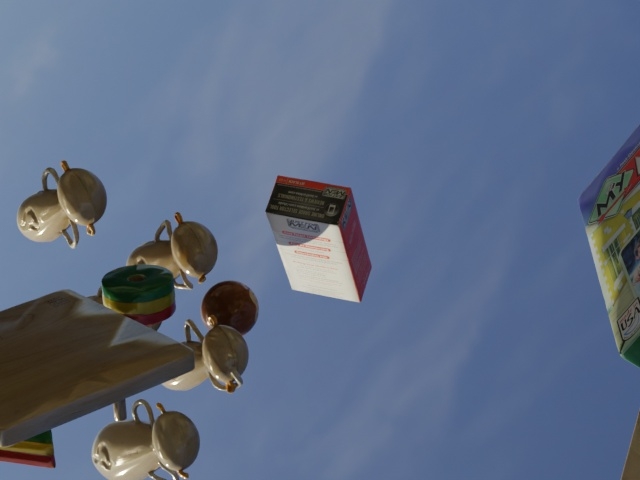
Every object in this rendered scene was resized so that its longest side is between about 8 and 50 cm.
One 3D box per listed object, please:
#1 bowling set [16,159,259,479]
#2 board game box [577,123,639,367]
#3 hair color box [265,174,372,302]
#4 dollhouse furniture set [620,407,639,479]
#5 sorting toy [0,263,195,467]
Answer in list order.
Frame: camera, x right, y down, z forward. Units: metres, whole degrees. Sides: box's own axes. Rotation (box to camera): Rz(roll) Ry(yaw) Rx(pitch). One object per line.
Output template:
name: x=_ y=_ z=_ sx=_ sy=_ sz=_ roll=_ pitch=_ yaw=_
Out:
bowling set: x=-0.123 y=0.051 z=1.491 sx=0.200 sy=0.287 sz=0.154 roll=-20 pitch=179 yaw=-33
board game box: x=0.292 y=-0.083 z=1.127 sx=0.317 sy=0.046 sz=0.213 roll=-53 pitch=-162 yaw=24
hair color box: x=0.000 y=0.000 z=1.573 sx=0.072 sy=0.141 sz=0.043 roll=11 pitch=-117 yaw=15
dollhouse furniture set: x=0.357 y=0.201 z=1.373 sx=0.174 sy=0.303 sz=0.355 roll=18 pitch=-78 yaw=24
sorting toy: x=-0.169 y=0.087 z=0.998 sx=0.274 sy=0.046 sz=0.132 roll=-20 pitch=-152 yaw=-38
